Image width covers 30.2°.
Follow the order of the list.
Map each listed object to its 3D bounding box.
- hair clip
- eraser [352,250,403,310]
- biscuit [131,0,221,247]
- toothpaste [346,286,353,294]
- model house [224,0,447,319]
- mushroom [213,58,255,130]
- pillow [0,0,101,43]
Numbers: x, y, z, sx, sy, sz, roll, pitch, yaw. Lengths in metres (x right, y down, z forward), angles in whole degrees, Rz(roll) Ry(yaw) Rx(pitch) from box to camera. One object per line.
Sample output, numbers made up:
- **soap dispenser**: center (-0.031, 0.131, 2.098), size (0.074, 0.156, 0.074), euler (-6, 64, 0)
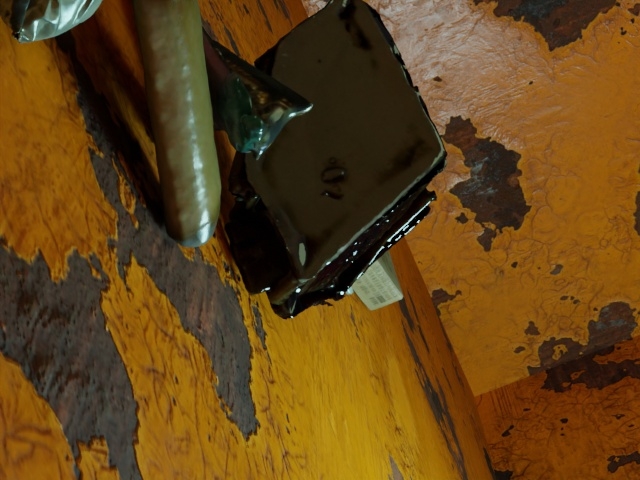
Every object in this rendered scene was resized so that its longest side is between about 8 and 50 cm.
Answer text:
- **hair clip**: center (-0.136, -0.218, 1.316), size (0.359, 0.095, 0.110), euler (48, 7, 31)
- **eraser**: center (0.063, 0.009, 2.189), size (0.343, 0.078, 0.144), euler (51, 19, -62)
- **biscuit**: center (-0.138, -0.164, 1.124), size (0.237, 0.062, 0.291), euler (-104, -173, -53)
- **toothpaste**: center (0.000, 0.000, 1.956), size (0.233, 0.038, 0.060), euler (61, 7, -28)
- **model house**: center (-0.024, -0.080, 1.464), size (0.317, 0.297, 0.282), euler (61, -22, 12)
- **mushroom**: center (-0.107, -0.182, 1.567), size (0.116, 0.093, 0.225), euler (37, 23, -5)
- **pillow**: center (-0.185, -0.311, 0.939), size (0.310, 0.138, 0.283), euler (-93, -156, -61)
